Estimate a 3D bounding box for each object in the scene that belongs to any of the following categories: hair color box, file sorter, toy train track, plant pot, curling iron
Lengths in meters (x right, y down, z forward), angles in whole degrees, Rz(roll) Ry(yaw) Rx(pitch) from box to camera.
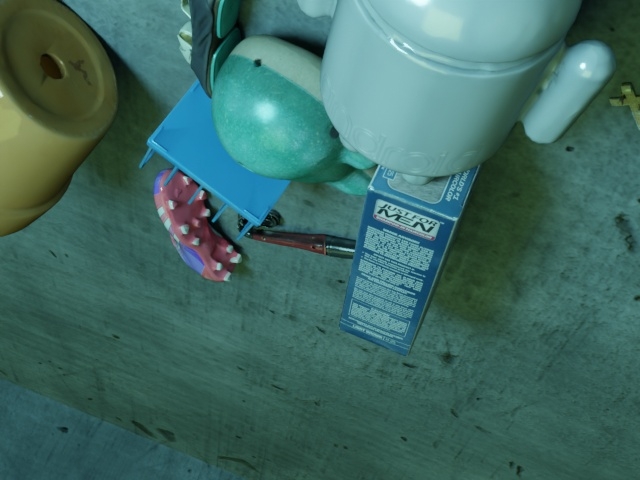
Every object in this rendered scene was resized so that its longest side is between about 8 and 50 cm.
[{"bbox_3d":[0.113,-0.018,1.242,0.105,0.174,0.347,22,150,7],"label":"hair color box"},{"bbox_3d":[-0.131,-0.098,1.326,0.170,0.118,0.104,37,152,-7],"label":"file sorter"},{"bbox_3d":[0.327,-0.129,1.070,0.048,0.014,0.083,-1,143,37],"label":"toy train track"},{"bbox_3d":[-0.391,-0.174,1.278,0.203,0.291,0.291,-26,126,34],"label":"plant pot"},{"bbox_3d":[0.000,0.000,1.490,0.274,0.035,0.068,16,150,15],"label":"curling iron"}]

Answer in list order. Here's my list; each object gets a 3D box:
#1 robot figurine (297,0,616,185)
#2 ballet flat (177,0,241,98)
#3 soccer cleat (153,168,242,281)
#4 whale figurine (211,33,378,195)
[{"bbox_3d":[0.113,-0.193,0.932,0.300,0.200,0.353,26,150,5],"label":"robot figurine"},{"bbox_3d":[-0.126,-0.241,1.166,0.074,0.074,0.203,21,151,5],"label":"ballet flat"},{"bbox_3d":[-0.204,-0.020,1.566,0.095,0.083,0.248,11,151,30],"label":"soccer cleat"},{"bbox_3d":[-0.024,-0.116,1.200,0.216,0.141,0.272,29,169,33],"label":"whale figurine"}]
